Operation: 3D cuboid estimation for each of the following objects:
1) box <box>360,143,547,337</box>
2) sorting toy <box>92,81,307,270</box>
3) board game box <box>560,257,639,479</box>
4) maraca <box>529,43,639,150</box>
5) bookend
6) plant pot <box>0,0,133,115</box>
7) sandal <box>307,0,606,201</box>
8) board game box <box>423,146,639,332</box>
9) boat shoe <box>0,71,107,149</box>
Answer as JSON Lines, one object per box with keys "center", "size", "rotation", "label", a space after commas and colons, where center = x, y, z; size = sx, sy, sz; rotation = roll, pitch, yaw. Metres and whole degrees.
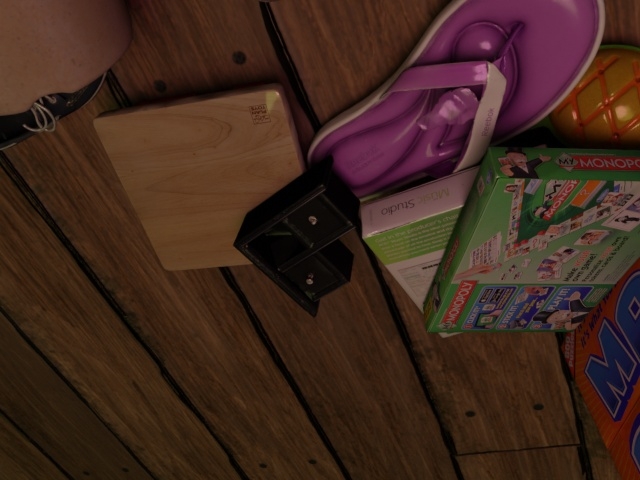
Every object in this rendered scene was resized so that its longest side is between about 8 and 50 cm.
{"center": [0.222, 0.023, 0.790], "size": [0.232, 0.059, 0.322], "rotation": [-18, 143, 21], "label": "box"}
{"center": [-0.137, -0.091, 0.819], "size": [0.257, 0.089, 0.256], "rotation": [-5, 126, 15], "label": "sorting toy"}
{"center": [0.550, 0.134, 0.647], "size": [0.356, 0.356, 0.357], "rotation": [1, 128, -3], "label": "board game box"}
{"center": [0.313, -0.163, 0.672], "size": [0.185, 0.099, 0.127], "rotation": [22, 109, 24], "label": "maraca"}
{"center": [0.000, 0.000, 0.758], "size": [0.156, 0.072, 0.157], "rotation": [-31, 117, 29], "label": "bookend"}
{"center": [-0.352, -0.308, 0.578], "size": [0.333, 0.334, 0.306], "rotation": [-3, 137, 14], "label": "plant pot"}
{"center": [0.136, -0.139, 0.680], "size": [0.169, 0.102, 0.416], "rotation": [40, 136, -16], "label": "sandal"}
{"center": [0.260, 0.018, 0.696], "size": [0.213, 0.046, 0.317], "rotation": [1, 144, -4], "label": "board game box"}
{"center": [-0.394, -0.195, 0.797], "size": [0.254, 0.079, 0.095], "rotation": [-20, 120, 24], "label": "boat shoe"}
